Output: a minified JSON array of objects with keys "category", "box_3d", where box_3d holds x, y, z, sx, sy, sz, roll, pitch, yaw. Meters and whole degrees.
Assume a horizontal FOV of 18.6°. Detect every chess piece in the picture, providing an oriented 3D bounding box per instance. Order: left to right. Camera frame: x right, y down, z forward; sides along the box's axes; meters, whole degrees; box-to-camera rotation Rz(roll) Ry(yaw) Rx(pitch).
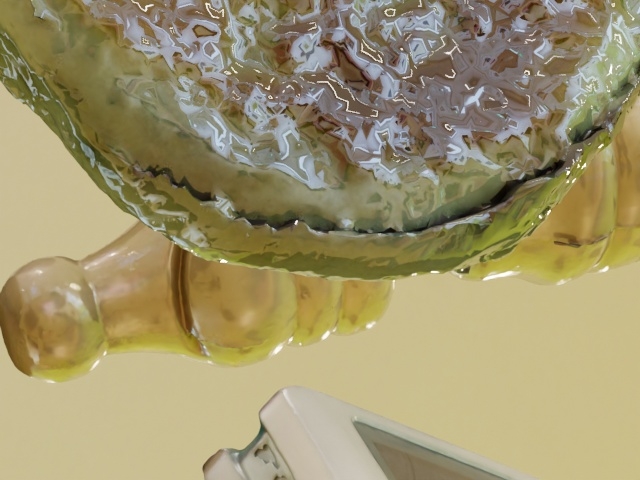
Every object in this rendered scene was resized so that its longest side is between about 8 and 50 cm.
[{"category":"chess piece","box_3d":[0.000,0.000,0.908,0.307,0.139,0.124,-18,-77,-16]}]

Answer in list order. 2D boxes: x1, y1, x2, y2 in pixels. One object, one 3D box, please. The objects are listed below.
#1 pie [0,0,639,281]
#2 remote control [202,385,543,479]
[{"category":"pie","box_3d":[0.000,-0.102,0.541,0.240,0.240,0.054,24,-23,-12]},{"category":"remote control","box_3d":[0.090,0.127,0.628,0.277,0.103,0.055,26,-69,-42]}]
